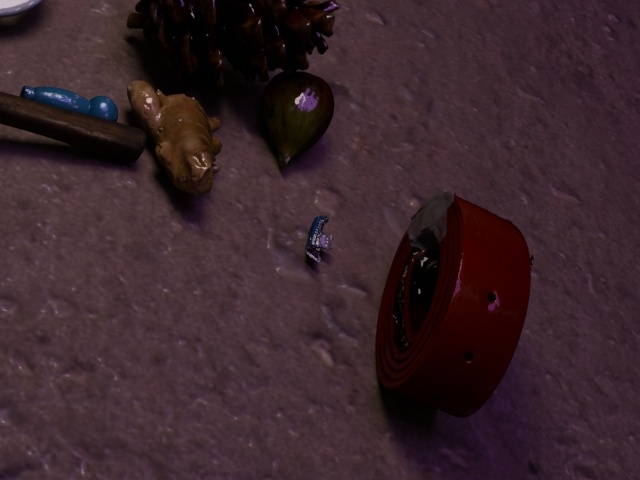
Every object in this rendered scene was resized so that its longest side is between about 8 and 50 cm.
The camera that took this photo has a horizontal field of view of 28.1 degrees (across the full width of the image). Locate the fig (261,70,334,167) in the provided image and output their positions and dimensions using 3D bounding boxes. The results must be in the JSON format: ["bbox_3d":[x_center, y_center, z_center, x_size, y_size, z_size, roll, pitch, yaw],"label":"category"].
[{"bbox_3d":[-0.040,-0.173,1.855,0.103,0.109,0.155,30,67,-30],"label":"fig"}]

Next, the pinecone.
[{"bbox_3d":[-0.127,-0.325,1.806,0.309,0.244,0.244,-3,48,1],"label":"pinecone"}]

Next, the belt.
[{"bbox_3d":[0.173,0.071,1.666,0.115,0.227,0.324,25,44,-16],"label":"belt"}]

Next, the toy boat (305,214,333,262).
[{"bbox_3d":[0.000,0.000,1.758,0.038,0.038,0.083,25,46,-13],"label":"toy boat"}]

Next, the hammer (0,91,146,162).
[{"bbox_3d":[-0.411,-0.168,1.569,0.440,0.168,0.044,14,49,-36],"label":"hammer"}]

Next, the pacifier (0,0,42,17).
[{"bbox_3d":[-0.481,-0.420,1.685,0.287,0.226,0.238,29,60,-7],"label":"pacifier"}]

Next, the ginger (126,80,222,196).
[{"bbox_3d":[-0.184,-0.136,1.729,0.205,0.081,0.115,59,15,27],"label":"ginger"}]

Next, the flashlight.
[{"bbox_3d":[-0.331,-0.178,1.685,0.129,0.051,0.051,15,45,-23],"label":"flashlight"}]
